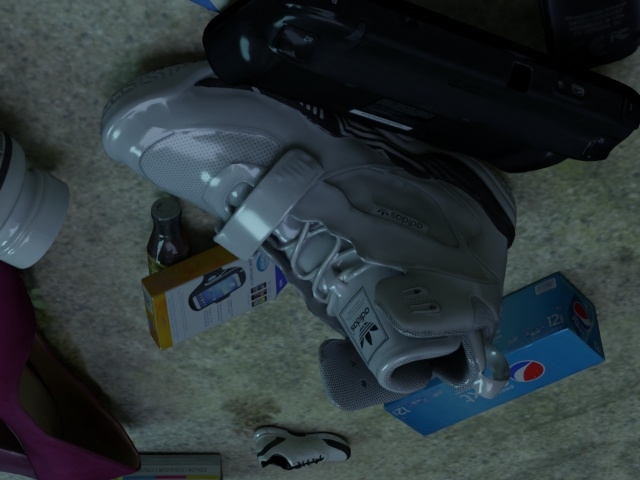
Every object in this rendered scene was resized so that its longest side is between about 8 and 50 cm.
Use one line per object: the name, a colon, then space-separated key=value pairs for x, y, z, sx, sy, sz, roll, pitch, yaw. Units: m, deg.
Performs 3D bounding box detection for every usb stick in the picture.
usb stick: x=0.175 y=-0.227 z=0.900 sx=0.077 sy=0.045 sz=0.278 roll=-15 pitch=138 yaw=6

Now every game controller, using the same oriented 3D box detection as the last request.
game controller: x=0.076 y=-0.116 z=0.975 sx=0.319 sy=0.067 sz=0.166 roll=15 pitch=171 yaw=-28

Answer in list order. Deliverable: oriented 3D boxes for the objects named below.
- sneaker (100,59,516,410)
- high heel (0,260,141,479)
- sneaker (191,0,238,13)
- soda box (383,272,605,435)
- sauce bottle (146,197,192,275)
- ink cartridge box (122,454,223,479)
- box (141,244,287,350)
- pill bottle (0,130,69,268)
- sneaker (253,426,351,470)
sneaker: x=0.000 y=0.000 z=1.039 sx=0.366 sy=0.210 sz=0.137 roll=18 pitch=136 yaw=-21
high heel: x=-0.250 y=0.125 z=1.265 sx=0.181 sy=0.127 sz=0.377 roll=5 pitch=149 yaw=-9
sneaker: x=-0.120 y=-0.200 z=0.921 sx=0.085 sy=0.058 sz=0.152 roll=-15 pitch=147 yaw=28
soda box: x=0.162 y=0.113 z=1.287 sx=0.210 sy=0.067 sz=0.071 roll=-27 pitch=134 yaw=29
sauce bottle: x=-0.134 y=0.013 z=1.186 sx=0.042 sy=0.042 sz=0.128 roll=0 pitch=138 yaw=-1
ink cartridge box: x=-0.163 y=0.335 z=1.437 sx=0.109 sy=0.209 sz=0.062 roll=0 pitch=141 yaw=-1
box: x=-0.091 y=0.040 z=1.194 sx=0.136 sy=0.028 sz=0.081 roll=-25 pitch=145 yaw=-20
pill bottle: x=-0.296 y=-0.050 z=1.056 sx=0.180 sy=0.108 sz=0.108 roll=31 pitch=131 yaw=-32
sneaker: x=-0.020 y=0.233 z=1.447 sx=0.109 sy=0.043 sz=0.040 roll=7 pitch=138 yaw=-11
